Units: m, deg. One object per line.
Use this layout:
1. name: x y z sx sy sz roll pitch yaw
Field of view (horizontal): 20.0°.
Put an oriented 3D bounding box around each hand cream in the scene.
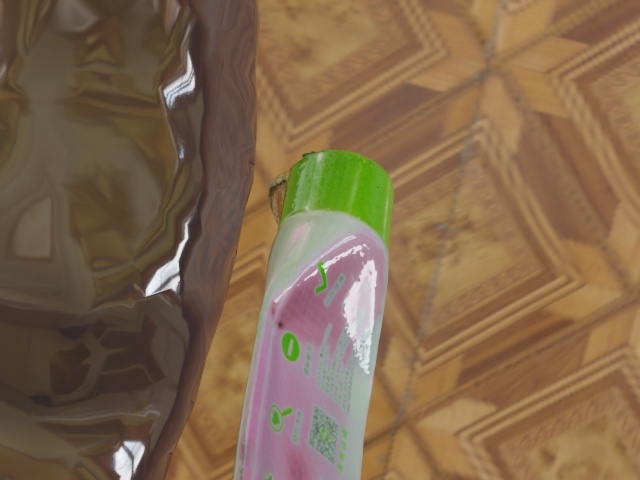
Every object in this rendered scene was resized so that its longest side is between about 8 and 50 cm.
1. hand cream: -0.004 0.085 0.745 0.079 0.275 0.050 23 142 -20

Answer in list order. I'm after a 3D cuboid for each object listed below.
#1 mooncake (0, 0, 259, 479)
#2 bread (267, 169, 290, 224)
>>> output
1. mooncake: -0.181 0.023 0.481 0.381 0.212 0.350 -49 43 40
2. bread: 0.000 0.000 1.185 0.024 0.110 0.110 -31 86 -13
